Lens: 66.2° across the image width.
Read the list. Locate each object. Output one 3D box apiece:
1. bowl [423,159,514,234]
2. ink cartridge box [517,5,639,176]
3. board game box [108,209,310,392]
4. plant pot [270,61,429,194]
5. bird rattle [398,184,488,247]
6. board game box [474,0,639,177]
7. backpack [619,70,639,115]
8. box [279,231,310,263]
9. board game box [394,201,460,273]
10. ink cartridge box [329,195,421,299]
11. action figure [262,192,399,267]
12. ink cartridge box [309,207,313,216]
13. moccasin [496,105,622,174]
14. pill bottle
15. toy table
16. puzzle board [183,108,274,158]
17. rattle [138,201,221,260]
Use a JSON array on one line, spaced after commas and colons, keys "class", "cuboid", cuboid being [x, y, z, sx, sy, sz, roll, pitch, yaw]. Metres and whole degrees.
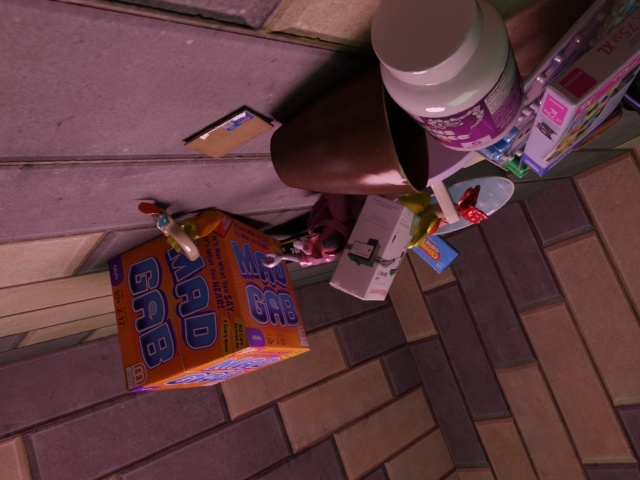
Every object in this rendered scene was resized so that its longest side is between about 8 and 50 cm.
[{"class": "bowl", "cuboid": [0.367, -0.158, 1.397, 0.312, 0.163, 0.311, -13, 157, -6]}, {"class": "ink cartridge box", "cuboid": [0.450, -0.227, 0.853, 0.186, 0.065, 0.311, -41, 161, -1]}, {"class": "board game box", "cuboid": [-0.298, 0.185, 1.354, 0.357, 0.356, 0.356, -23, 160, 16]}, {"class": "plant pot", "cuboid": [0.039, -0.164, 0.826, 0.231, 0.215, 0.215, -10, 175, 26]}, {"class": "bird rattle", "cuboid": [0.286, -0.068, 1.260, 0.254, 0.143, 0.207, -17, 171, -27]}, {"class": "board game box", "cuboid": [0.476, -0.289, 0.930, 0.390, 0.050, 0.390, -50, 158, 21]}, {"class": "backpack", "cuboid": [0.709, -0.282, 0.948, 0.213, 0.276, 0.263, -44, 177, 30]}, {"class": "box", "cuboid": [0.000, 0.000, 1.622, 0.322, 0.079, 0.257, -15, -174, 28]}, {"class": "board game box", "cuboid": [0.330, -0.026, 1.668, 0.086, 0.302, 0.308, -50, 166, 10]}, {"class": "ink cartridge box", "cuboid": [0.126, 0.021, 1.101, 0.093, 0.219, 0.160, 25, -176, 25]}, {"class": "action figure", "cuboid": [0.037, -0.022, 1.188, 0.370, 0.276, 0.248, -67, -179, -66]}, {"class": "ink cartridge box", "cuboid": [0.069, -0.115, 1.497, 0.189, 0.066, 0.232, -17, 161, -11]}, {"class": "moccasin", "cuboid": [0.690, -0.303, 1.470, 0.380, 0.139, 0.147, -32, 158, 12]}, {"class": "pill bottle", "cuboid": [0.185, -0.240, 0.695, 0.169, 0.169, 0.302, -25, 164, 25]}, {"class": "toy table", "cuboid": [0.224, -0.171, 1.043, 0.275, 0.252, 0.161, -12, 156, 24]}, {"class": "puzzle board", "cuboid": [-0.155, -0.181, 0.835, 0.128, 0.011, 0.096, -24, 168, 19]}, {"class": "rattle", "cuboid": [-0.297, -0.053, 1.082, 0.143, 0.130, 0.199, -29, 145, -10]}]
